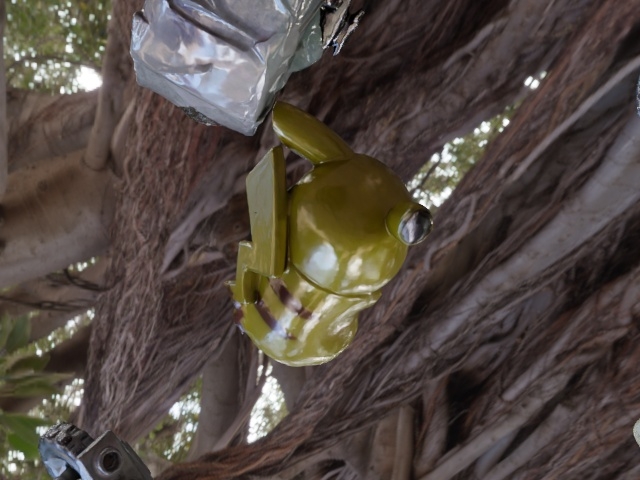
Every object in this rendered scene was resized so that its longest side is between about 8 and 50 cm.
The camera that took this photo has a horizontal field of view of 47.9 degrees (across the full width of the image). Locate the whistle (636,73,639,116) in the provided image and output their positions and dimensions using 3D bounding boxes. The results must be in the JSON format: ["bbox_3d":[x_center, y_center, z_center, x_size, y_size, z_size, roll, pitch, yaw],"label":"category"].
[{"bbox_3d":[0.306,-0.098,0.483,0.090,0.158,0.090,15,-111,-44],"label":"whistle"}]

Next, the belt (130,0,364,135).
[{"bbox_3d":[-0.041,-0.216,0.585,0.164,0.289,0.184,27,-148,-5],"label":"belt"}]

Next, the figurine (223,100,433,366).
[{"bbox_3d":[-0.003,0.005,0.827,0.169,0.326,0.218,-18,-121,-48],"label":"figurine"}]

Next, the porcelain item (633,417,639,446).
[{"bbox_3d":[0.614,0.314,1.103,0.253,0.253,0.253,12,-130,-15],"label":"porcelain item"}]

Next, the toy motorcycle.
[{"bbox_3d":[-0.122,0.257,0.566,0.106,0.159,0.270,-41,-66,-41],"label":"toy motorcycle"}]
